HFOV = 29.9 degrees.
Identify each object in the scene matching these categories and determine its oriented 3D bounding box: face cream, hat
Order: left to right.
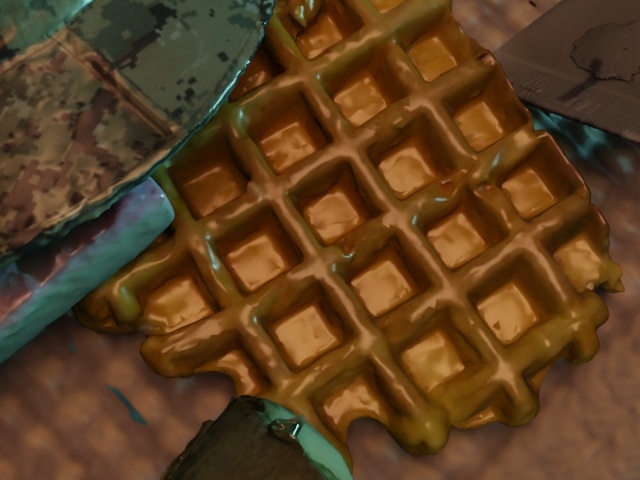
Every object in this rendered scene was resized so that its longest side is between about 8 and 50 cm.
[{"bbox_3d":[-0.149,-0.113,0.475,0.265,0.128,0.266,-10,46,11],"label":"hat"},{"bbox_3d":[0.227,-0.144,0.563,0.314,0.089,0.143,-32,32,-14],"label":"face cream"}]

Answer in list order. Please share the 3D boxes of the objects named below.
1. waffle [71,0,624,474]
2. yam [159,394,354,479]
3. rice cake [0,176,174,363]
[{"bbox_3d":[0.000,0.000,0.531,0.219,0.057,0.229,-30,75,-10],"label":"waffle"},{"bbox_3d":[-0.048,0.218,0.384,0.195,0.195,0.300,36,74,10],"label":"yam"},{"bbox_3d":[-0.190,0.052,0.484,0.290,0.051,0.081,-38,60,0],"label":"rice cake"}]
